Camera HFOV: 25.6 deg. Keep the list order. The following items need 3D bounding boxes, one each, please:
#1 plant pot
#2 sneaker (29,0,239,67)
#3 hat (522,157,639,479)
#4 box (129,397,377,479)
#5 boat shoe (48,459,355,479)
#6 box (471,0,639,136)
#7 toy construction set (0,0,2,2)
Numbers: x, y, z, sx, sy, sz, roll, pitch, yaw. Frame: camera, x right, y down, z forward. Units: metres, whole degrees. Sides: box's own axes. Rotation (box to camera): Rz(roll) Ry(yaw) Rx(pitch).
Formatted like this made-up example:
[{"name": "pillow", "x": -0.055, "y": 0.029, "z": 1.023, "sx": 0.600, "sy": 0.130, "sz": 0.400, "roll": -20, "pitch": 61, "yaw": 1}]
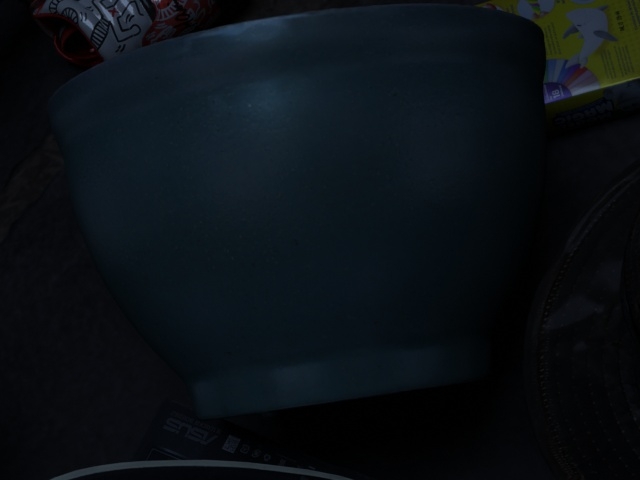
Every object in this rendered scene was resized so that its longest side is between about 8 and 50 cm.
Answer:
[{"name": "plant pot", "x": 0.000, "y": 0.000, "z": 0.820, "sx": 0.293, "sy": 0.293, "sz": 0.196, "roll": -10, "pitch": 83, "yaw": 16}, {"name": "sneaker", "x": -0.188, "y": -0.236, "z": 1.138, "sx": 0.145, "sy": 0.090, "sz": 0.270, "roll": -39, "pitch": 56, "yaw": -7}, {"name": "hat", "x": 0.240, "y": 0.006, "z": 0.656, "sx": 0.331, "sy": 0.134, "sz": 0.331, "roll": -14, "pitch": 48, "yaw": 17}, {"name": "box", "x": -0.034, "y": 0.214, "z": 0.811, "sx": 0.233, "sy": 0.059, "sz": 0.183, "roll": 16, "pitch": 67, "yaw": 29}, {"name": "boat shoe", "x": 0.050, "y": 0.211, "z": 0.660, "sx": 0.500, "sy": 0.156, "sz": 0.186, "roll": 15, "pitch": 70, "yaw": 16}, {"name": "box", "x": 0.170, "y": -0.127, "z": 0.953, "sx": 0.179, "sy": 0.043, "sz": 0.105, "roll": -14, "pitch": 56, "yaw": 11}, {"name": "toy construction set", "x": -0.378, "y": -0.207, "z": 1.082, "sx": 0.309, "sy": 0.257, "sz": 0.237, "roll": 30, "pitch": 41, "yaw": 4}]
